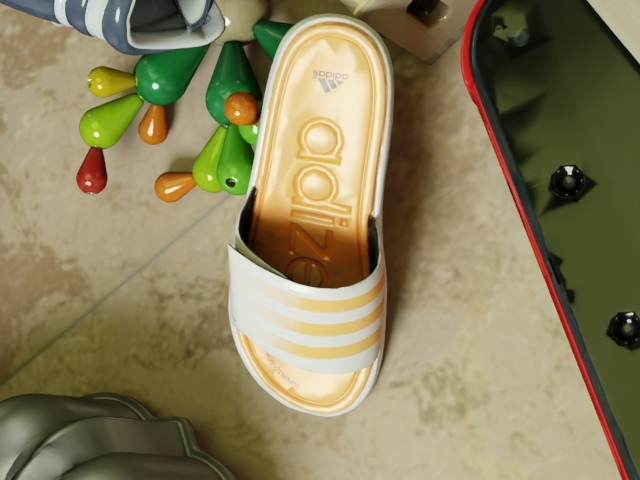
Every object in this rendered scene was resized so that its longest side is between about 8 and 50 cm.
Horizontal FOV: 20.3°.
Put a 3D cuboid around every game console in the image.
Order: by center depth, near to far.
[{"bbox_3d":[0.283,-0.038,1.029,0.342,0.060,0.387,-23,74,13],"label":"game console"}]

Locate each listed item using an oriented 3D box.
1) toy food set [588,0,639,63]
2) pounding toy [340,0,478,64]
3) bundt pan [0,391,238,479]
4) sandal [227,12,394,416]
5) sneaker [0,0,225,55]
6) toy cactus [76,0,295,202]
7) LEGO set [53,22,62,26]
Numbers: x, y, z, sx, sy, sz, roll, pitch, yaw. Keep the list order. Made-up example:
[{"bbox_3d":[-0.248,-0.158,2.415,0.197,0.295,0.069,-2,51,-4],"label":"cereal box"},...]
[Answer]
[{"bbox_3d":[0.269,-0.155,0.945,0.306,0.092,0.220,54,136,18],"label":"toy food set"},{"bbox_3d":[0.000,-0.222,1.105,0.094,0.181,0.206,-43,68,13],"label":"pounding toy"},{"bbox_3d":[-0.200,0.243,1.119,0.330,0.124,0.331,-12,68,30],"label":"bundt pan"},{"bbox_3d":[-0.011,-0.002,1.074,0.101,0.076,0.265,7,116,8],"label":"sandal"},{"bbox_3d":[-0.091,-0.225,1.146,0.153,0.099,0.282,27,57,20],"label":"sneaker"},{"bbox_3d":[-0.066,-0.117,1.173,0.219,0.112,0.181,-13,67,30],"label":"toy cactus"},{"bbox_3d":[-0.235,-0.254,1.204,0.087,0.093,0.227,-14,80,18],"label":"LEGO set"}]
